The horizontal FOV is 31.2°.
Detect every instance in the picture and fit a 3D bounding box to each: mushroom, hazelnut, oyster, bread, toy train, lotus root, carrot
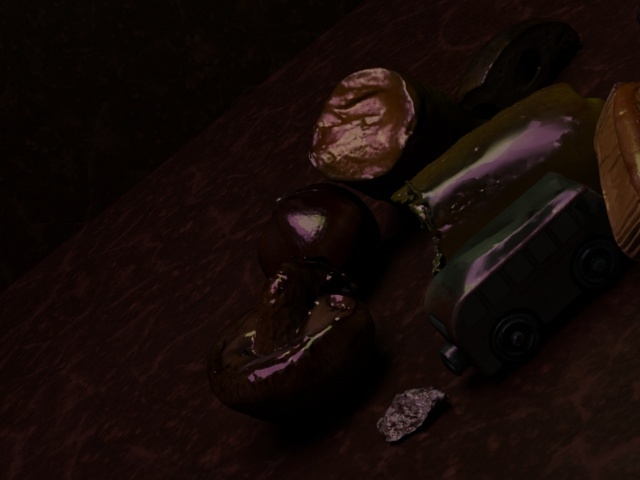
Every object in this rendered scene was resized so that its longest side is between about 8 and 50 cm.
[{"bbox_3d":[-0.036,0.165,1.828,0.263,0.195,0.283,7,66,52],"label":"mushroom"},{"bbox_3d":[0.000,0.000,2.082,0.229,0.229,0.229,-34,22,16],"label":"hazelnut"},{"bbox_3d":[0.124,0.242,1.625,0.100,0.037,0.098,-45,21,-12],"label":"oyster"},{"bbox_3d":[0.305,-0.085,1.772,0.376,0.208,0.251,-32,27,10],"label":"bread"},{"bbox_3d":[0.457,-0.090,1.517,0.288,0.152,0.119,-89,17,-45],"label":"bread"},{"bbox_3d":[0.280,0.048,1.591,0.326,0.159,0.129,-42,19,-2],"label":"toy train"},{"bbox_3d":[0.355,-0.331,2.247,0.210,0.142,0.314,-17,30,49],"label":"lotus root"},{"bbox_3d":[0.146,-0.184,2.137,0.241,0.340,0.241,-6,80,34],"label":"carrot"}]

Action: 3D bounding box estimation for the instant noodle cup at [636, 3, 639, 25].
[{"bbox_3d":[0.615,-0.369,1.784,0.181,0.258,0.302,-54,-13,4],"label":"instant noodle cup"}]
